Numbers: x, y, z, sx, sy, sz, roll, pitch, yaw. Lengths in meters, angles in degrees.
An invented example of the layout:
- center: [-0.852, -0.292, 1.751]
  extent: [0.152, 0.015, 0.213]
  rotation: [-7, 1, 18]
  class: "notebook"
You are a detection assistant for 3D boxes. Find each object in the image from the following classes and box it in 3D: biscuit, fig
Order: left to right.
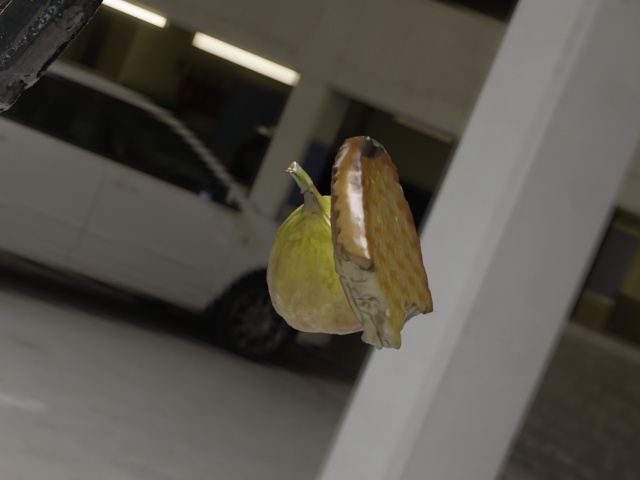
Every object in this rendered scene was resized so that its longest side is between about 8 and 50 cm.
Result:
- center: [0.000, 0.000, 1.912]
  extent: [0.159, 0.159, 0.257]
  rotation: [26, -27, 34]
  class: "fig"
- center: [0.043, 0.014, 1.176]
  extent: [0.031, 0.176, 0.228]
  rotation: [-9, -35, 12]
  class: "biscuit"

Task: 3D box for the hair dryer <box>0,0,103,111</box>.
- center: [-0.162, -0.153, 0.868]
  extent: [0.235, 0.272, 0.091]
  rotation: [31, -6, 19]
  class: "hair dryer"
